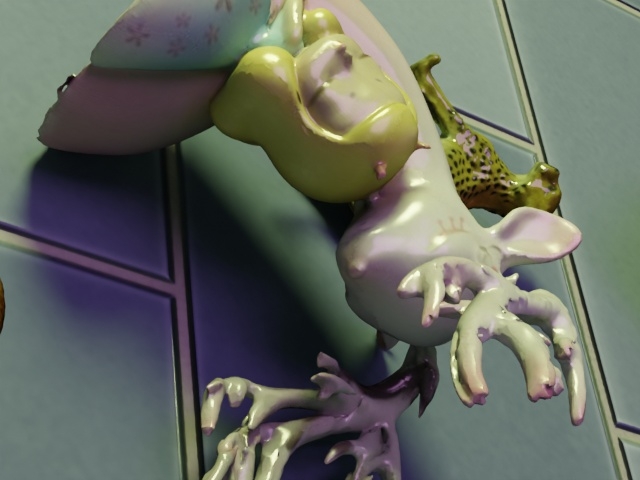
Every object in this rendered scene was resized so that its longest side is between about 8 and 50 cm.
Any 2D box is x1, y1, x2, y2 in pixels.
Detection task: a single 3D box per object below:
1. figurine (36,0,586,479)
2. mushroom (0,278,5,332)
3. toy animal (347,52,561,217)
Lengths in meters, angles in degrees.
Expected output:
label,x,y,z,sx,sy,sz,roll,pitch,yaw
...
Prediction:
label,x,y,z,sx,sy,sz,roll,pitch,yaw
figurine,-0.006,0.008,0.846,0.315,0.206,0.284,42,31,5
mushroom,-0.202,0.020,0.738,0.123,0.052,0.123,27,46,-31
toy animal,0.065,-0.040,1.037,0.136,0.073,0.181,52,39,7
